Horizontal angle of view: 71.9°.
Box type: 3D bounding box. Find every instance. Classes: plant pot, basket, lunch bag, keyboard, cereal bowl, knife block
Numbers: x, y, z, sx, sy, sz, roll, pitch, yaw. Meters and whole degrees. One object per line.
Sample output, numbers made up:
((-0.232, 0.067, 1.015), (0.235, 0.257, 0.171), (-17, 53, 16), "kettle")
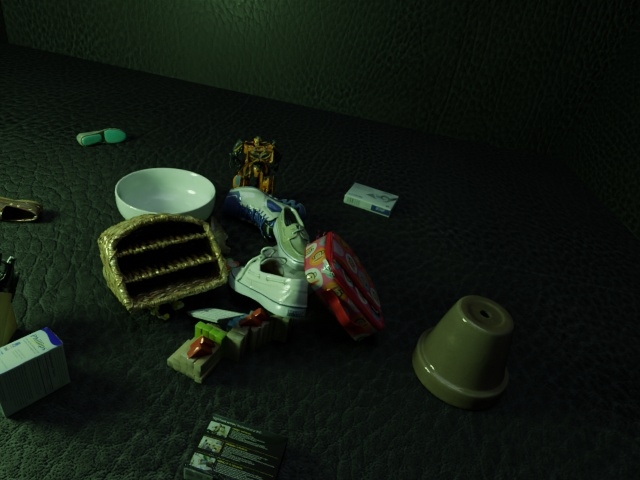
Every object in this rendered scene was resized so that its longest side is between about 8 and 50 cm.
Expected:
((0.405, 0.281, 1.194), (0.263, 0.229, 0.263), (8, 34, -6), "plant pot")
((-0.442, 0.038, 1.250), (0.299, 0.213, 0.223), (-14, 21, -35), "basket")
((0.067, 0.141, 1.264), (0.120, 0.293, 0.258), (-30, 25, 17), "lunch bag")
((-0.281, 0.192, 1.161), (0.072, 0.014, 0.256), (-12, 3, -33), "keyboard")
((-0.550, -0.126, 1.582), (0.340, 0.141, 0.338), (9, 32, -6), "cereal bowl")
((-0.773, 0.154, 0.984), (0.088, 0.241, 0.275), (5, 33, -9), "knife block")

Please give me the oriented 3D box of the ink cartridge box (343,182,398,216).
((0.245, -0.203, 2.052), (0.224, 0.045, 0.224), (19, 33, 12), "ink cartridge box")

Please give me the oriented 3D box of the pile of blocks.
((-0.222, 0.231, 1.169), (0.362, 0.112, 0.149), (-18, 43, -39), "pile of blocks")

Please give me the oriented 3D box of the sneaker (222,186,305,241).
((-0.216, -0.096, 1.659), (0.316, 0.127, 0.182), (12, 30, -3), "sneaker")

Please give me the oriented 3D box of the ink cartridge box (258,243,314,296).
((-0.094, 0.099, 1.441), (0.191, 0.082, 0.140), (27, 34, 24), "ink cartridge box")

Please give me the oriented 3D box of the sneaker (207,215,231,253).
((-0.362, -0.013, 1.559), (0.071, 0.066, 0.188), (15, 34, -28), "sneaker")

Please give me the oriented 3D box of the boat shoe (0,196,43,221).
((-1.031, -0.100, 1.443), (0.207, 0.073, 0.073), (-1, 33, -19), "boat shoe")

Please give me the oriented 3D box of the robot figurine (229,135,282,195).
((-0.257, -0.271, 1.761), (0.211, 0.290, 0.085), (-4, 36, -23), "robot figurine")

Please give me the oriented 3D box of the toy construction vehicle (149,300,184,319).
((-0.444, 0.182, 1.249), (0.098, 0.035, 0.086), (25, 26, 19), "toy construction vehicle")

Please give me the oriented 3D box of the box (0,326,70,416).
((-0.629, 0.279, 0.947), (0.072, 0.126, 0.137), (29, 36, 28), "box")

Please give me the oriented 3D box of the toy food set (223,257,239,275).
((-0.308, 0.085, 1.449), (0.083, 0.020, 0.083), (4, 33, -13), "toy food set")

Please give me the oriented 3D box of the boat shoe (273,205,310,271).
((-0.092, -0.011, 1.451), (0.109, 0.094, 0.302), (1, 31, -25), "boat shoe")

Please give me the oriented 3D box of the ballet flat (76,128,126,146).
((-1.014, -0.484, 2.043), (0.068, 0.072, 0.213), (31, 37, 34), "ballet flat")

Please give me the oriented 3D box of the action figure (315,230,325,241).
((0.000, 0.000, 1.677), (0.038, 0.030, 0.115), (15, 34, -5), "action figure")

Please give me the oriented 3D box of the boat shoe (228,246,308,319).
((-0.149, 0.095, 1.262), (0.136, 0.156, 0.367), (12, 3, -33), "boat shoe")

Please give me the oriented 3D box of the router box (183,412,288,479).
((-0.170, 0.449, 0.913), (0.179, 0.046, 0.133), (16, 32, 5), "router box")
